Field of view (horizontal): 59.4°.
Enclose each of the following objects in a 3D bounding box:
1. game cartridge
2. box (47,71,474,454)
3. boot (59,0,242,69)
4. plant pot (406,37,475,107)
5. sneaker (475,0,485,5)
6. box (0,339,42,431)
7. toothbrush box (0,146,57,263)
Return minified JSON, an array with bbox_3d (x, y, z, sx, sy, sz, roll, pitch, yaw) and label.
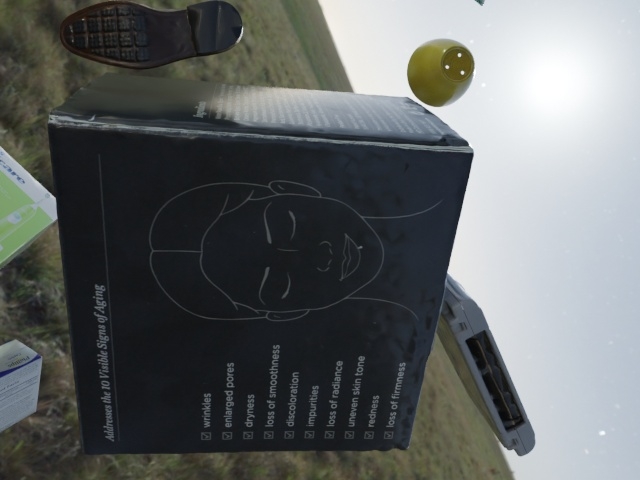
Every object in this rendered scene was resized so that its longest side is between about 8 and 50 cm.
[{"bbox_3d":[0.230,0.168,0.877,0.297,0.062,0.198,62,5,-23],"label":"game cartridge"},{"bbox_3d":[-0.092,0.036,0.823,0.297,0.470,0.481,-109,-157,-63],"label":"box"},{"bbox_3d":[-0.207,-0.257,0.718,0.106,0.219,0.082,-114,-159,-78],"label":"boot"},{"bbox_3d":[0.246,-0.332,1.089,0.095,0.134,0.134,-143,-151,-79],"label":"plant pot"},{"bbox_3d":[0.282,-0.461,0.962,0.065,0.076,0.167,33,34,-20],"label":"sneaker"},{"bbox_3d":[-0.568,0.264,0.977,0.072,0.137,0.126,28,25,18],"label":"box"},{"bbox_3d":[-0.572,-0.040,0.886,0.206,0.122,0.283,47,18,-17],"label":"toothbrush box"}]
